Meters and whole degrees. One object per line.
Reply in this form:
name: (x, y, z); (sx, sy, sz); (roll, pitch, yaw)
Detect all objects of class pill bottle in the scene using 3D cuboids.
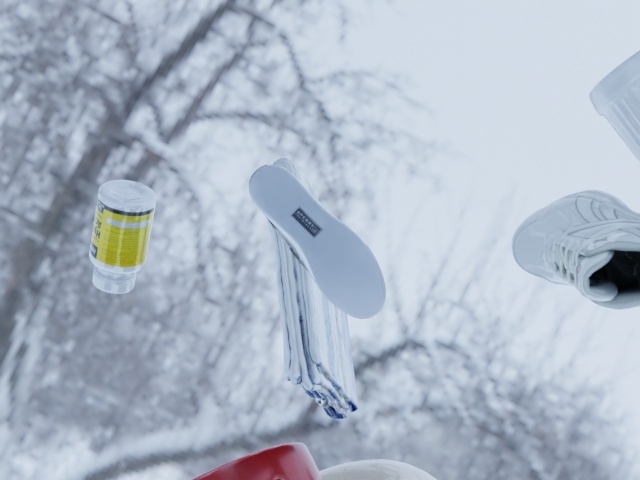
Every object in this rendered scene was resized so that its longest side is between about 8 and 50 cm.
pill bottle: (-0.221, -0.003, 1.883); (0.065, 0.116, 0.065); (9, 26, -5)

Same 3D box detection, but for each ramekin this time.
ramekin: (0.361, -0.140, 1.562); (0.109, 0.207, 0.207); (61, -3, 8)

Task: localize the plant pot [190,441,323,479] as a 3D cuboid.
plant pot: (-0.065, 0.314, 1.680); (0.174, 0.191, 0.191); (64, 5, 18)

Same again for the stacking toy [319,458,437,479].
stacking toy: (0.099, 0.518, 1.954); (0.350, 0.350, 0.480); (15, -34, 56)

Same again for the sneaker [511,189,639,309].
sneaker: (0.251, 0.013, 1.534); (0.115, 0.090, 0.232); (-24, 18, -40)

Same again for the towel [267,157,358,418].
towel: (-0.007, 0.054, 1.597); (0.034, 0.209, 0.285); (-8, -13, 7)

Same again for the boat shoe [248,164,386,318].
boat shoe: (0.000, 0.000, 1.287); (0.142, 0.049, 0.040); (51, -2, 7)
